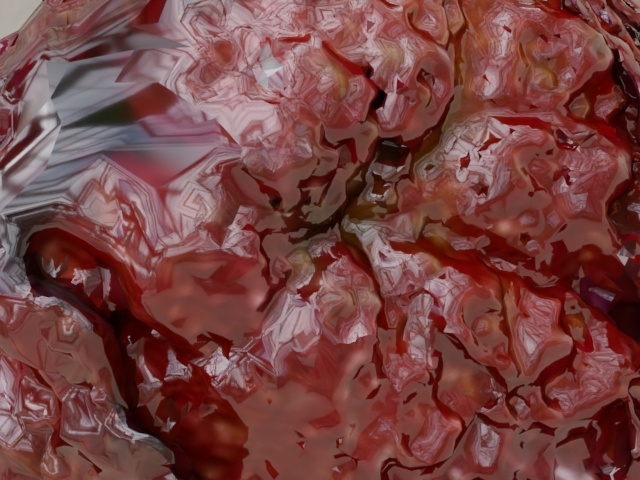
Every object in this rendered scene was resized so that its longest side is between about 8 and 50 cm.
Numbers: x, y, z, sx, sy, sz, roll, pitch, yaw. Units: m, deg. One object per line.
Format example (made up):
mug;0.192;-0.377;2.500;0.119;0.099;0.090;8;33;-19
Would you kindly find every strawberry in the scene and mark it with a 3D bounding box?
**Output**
strawberry;0.000;0.000;0.431;0.274;0.220;0.274;-2;65;5
